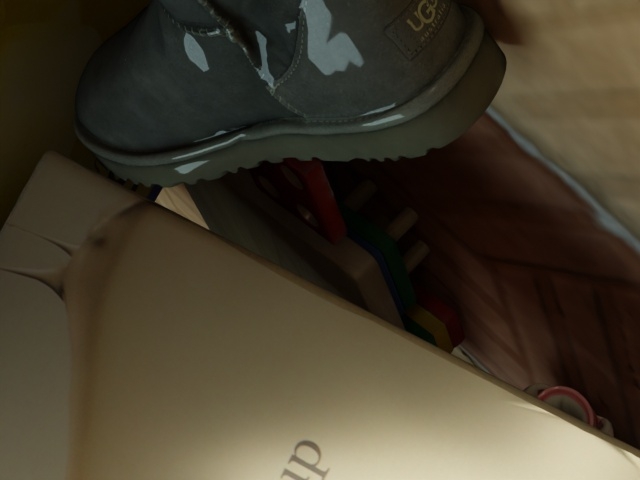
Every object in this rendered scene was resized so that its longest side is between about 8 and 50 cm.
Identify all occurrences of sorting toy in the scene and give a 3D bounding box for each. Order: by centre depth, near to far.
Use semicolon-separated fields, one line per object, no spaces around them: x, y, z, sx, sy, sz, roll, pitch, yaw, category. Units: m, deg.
0.000;0.000;0.622;0.132;0.046;0.274;36;163;35;sorting toy

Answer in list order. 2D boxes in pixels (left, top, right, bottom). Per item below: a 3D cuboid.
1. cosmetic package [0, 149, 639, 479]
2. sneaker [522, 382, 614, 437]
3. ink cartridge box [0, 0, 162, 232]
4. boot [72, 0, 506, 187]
0.011;0.110;0.496;0.309;0.160;0.113;26;175;14;cosmetic package
0.109;0.100;0.600;0.051;0.070;0.134;25;-175;35;sneaker
-0.151;0.006;0.558;0.072;0.304;0.307;15;153;26;ink cartridge box
-0.059;-0.112;0.400;0.189;0.076;0.208;-6;138;41;boot
